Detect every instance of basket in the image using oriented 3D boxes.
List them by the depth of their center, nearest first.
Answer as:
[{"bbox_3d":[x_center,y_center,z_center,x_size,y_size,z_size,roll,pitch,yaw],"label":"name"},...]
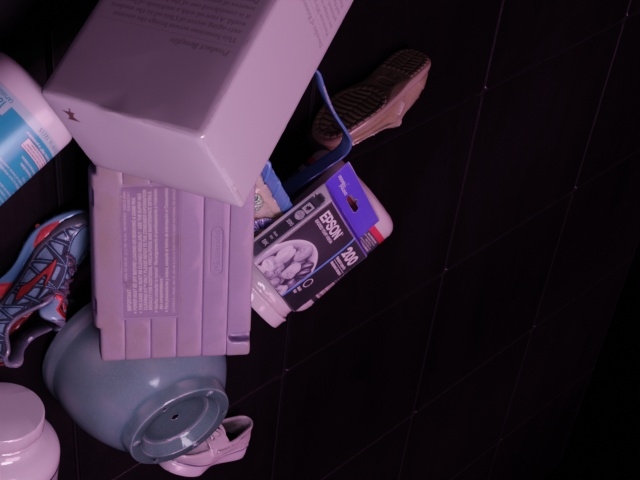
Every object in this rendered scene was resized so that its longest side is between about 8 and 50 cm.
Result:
[{"bbox_3d":[-0.094,-0.124,1.791,0.289,0.201,0.255,-41,149,-4],"label":"basket"}]

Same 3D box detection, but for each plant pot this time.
[{"bbox_3d":[-0.266,0.227,1.871,0.293,0.196,0.293,-27,146,-20],"label":"plant pot"}]

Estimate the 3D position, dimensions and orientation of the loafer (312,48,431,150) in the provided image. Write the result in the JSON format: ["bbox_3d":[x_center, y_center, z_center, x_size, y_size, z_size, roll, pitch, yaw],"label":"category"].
[{"bbox_3d":[0.097,-0.229,2.040,0.268,0.102,0.092,-38,141,-24],"label":"loafer"}]

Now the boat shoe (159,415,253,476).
[{"bbox_3d":[-0.221,0.385,2.268,0.258,0.095,0.084,-7,124,-64],"label":"boat shoe"}]

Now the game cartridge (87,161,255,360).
[{"bbox_3d":[-0.209,0.005,1.661,0.230,0.068,0.355,1,116,-8],"label":"game cartridge"}]

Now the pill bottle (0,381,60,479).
[{"bbox_3d":[-0.493,0.375,1.784,0.181,0.181,0.323,-22,138,-41],"label":"pill bottle"}]

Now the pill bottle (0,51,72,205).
[{"bbox_3d":[-0.437,-0.093,1.410,0.264,0.146,0.146,-46,149,-13],"label":"pill bottle"}]

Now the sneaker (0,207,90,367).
[{"bbox_3d":[-0.386,0.075,1.673,0.262,0.125,0.104,-50,150,-5],"label":"sneaker"}]

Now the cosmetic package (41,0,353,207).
[{"bbox_3d":[-0.112,-0.289,1.442,0.453,0.230,0.161,-63,154,-21],"label":"cosmetic package"}]

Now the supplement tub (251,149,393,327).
[{"bbox_3d":[-0.031,-0.003,1.992,0.272,0.191,0.191,-41,149,0],"label":"supplement tub"}]

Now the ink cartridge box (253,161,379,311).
[{"bbox_3d":[0.000,0.000,1.817,0.208,0.045,0.206,-40,150,-3],"label":"ink cartridge box"}]
